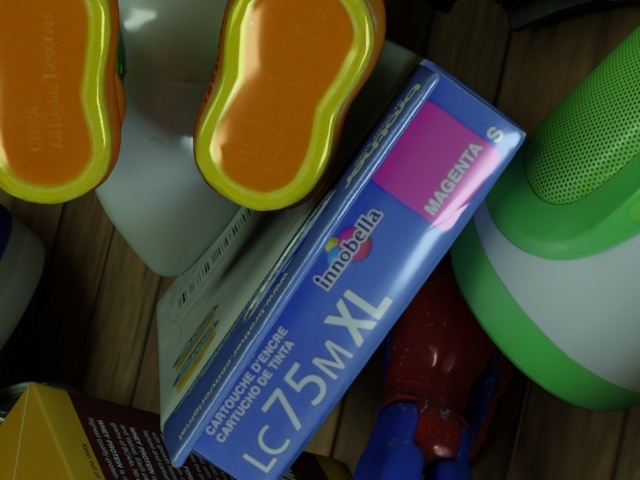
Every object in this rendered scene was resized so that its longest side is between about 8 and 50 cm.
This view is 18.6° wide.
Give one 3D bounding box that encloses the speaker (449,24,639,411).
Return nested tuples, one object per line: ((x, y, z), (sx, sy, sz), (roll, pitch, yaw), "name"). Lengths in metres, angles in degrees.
((0.185, -0.061, 0.764), (0.296, 0.131, 0.131), (-46, 46, 28), "speaker")

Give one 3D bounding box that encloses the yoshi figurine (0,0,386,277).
((-0.050, -0.131, 0.890), (0.203, 0.203, 0.362), (-37, 10, 10), "yoshi figurine")

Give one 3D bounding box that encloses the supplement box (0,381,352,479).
((-0.059, 0.192, 0.898), (0.129, 0.194, 0.191), (-53, 42, 21), "supplement box")

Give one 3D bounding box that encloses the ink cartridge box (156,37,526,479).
((0.000, 0.000, 0.873), (0.186, 0.065, 0.311), (-55, 7, 4), "ink cartridge box")

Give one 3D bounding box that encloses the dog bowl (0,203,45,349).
((-0.298, 0.065, 1.209), (0.265, 0.104, 0.265), (-41, 19, 18), "dog bowl")

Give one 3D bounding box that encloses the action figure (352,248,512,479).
((0.026, 0.118, 0.889), (0.139, 0.091, 0.280), (-48, 24, 45), "action figure")

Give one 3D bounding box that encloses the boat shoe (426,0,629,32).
((0.161, -0.198, 0.851), (0.340, 0.127, 0.158), (-20, 66, 59), "boat shoe")

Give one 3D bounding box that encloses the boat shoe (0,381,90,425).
((-0.233, 0.177, 1.196), (0.302, 0.114, 0.091), (-28, 12, 41), "boat shoe")
